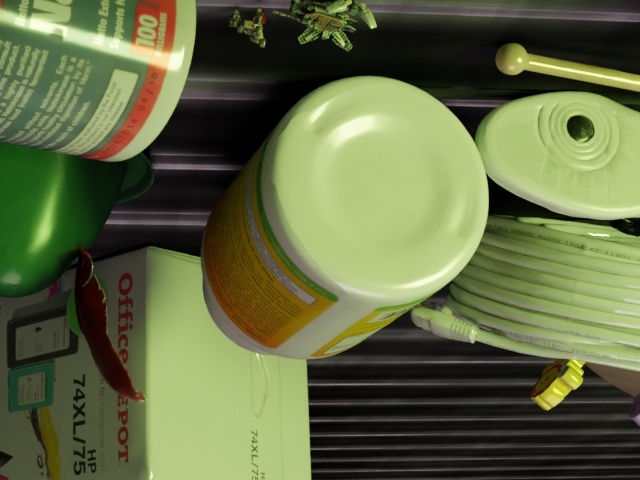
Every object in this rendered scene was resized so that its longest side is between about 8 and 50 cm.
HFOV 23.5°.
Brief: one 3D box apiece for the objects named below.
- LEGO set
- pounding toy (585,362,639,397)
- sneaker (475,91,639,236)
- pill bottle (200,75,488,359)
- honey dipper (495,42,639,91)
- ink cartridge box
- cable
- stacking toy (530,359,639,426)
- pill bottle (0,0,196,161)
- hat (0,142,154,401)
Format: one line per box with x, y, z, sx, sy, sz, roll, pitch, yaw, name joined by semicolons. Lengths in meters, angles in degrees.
-0.007;-0.118;0.792;0.083;0.023;0.054;7;165;17;LEGO set
0.312;0.071;1.391;0.236;0.110;0.183;29;164;-9;pounding toy
0.185;-0.037;0.985;0.216;0.079;0.121;3;164;-16;sneaker
0.000;0.000;0.984;0.136;0.136;0.245;3;163;-17;pill bottle
0.172;-0.092;0.884;0.160;0.031;0.030;6;162;-20;honey dipper
-0.171;0.140;1.344;0.270;0.198;0.197;-16;158;38;ink cartridge box
0.221;0.036;1.116;0.257;0.089;0.257;10;-175;32;cable
0.308;0.112;1.269;0.167;0.052;0.221;41;118;-7;stacking toy
-0.155;-0.100;0.663;0.180;0.108;0.108;9;161;-36;pill bottle
-0.192;0.032;0.983;0.172;0.184;0.208;-1;164;-4;hat
